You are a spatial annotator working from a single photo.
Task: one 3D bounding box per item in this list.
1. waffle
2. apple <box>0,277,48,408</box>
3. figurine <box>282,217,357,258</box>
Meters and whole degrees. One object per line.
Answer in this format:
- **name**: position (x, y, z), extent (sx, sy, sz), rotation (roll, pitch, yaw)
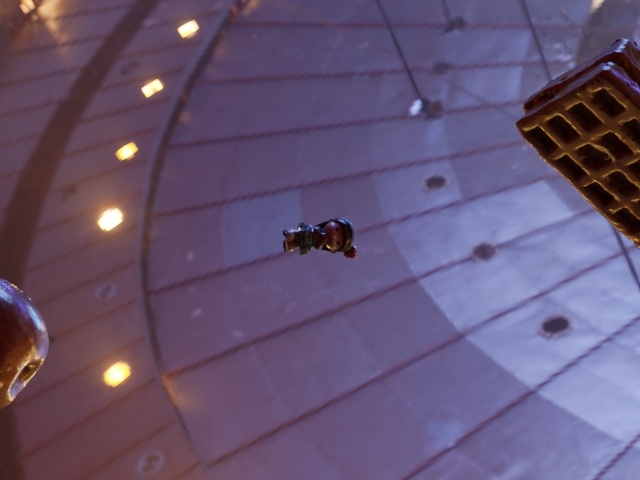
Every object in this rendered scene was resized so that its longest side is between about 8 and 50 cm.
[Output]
- **waffle**: position (0.457, -0.117, 1.629), extent (0.098, 0.328, 0.224), rotation (-54, -167, -30)
- **apple**: position (-0.380, 0.118, 1.298), extent (0.146, 0.131, 0.146), rotation (-50, -179, 1)
- **figurine**: position (0.000, 0.000, 1.622), extent (0.106, 0.060, 0.047), rotation (-5, -179, -11)
